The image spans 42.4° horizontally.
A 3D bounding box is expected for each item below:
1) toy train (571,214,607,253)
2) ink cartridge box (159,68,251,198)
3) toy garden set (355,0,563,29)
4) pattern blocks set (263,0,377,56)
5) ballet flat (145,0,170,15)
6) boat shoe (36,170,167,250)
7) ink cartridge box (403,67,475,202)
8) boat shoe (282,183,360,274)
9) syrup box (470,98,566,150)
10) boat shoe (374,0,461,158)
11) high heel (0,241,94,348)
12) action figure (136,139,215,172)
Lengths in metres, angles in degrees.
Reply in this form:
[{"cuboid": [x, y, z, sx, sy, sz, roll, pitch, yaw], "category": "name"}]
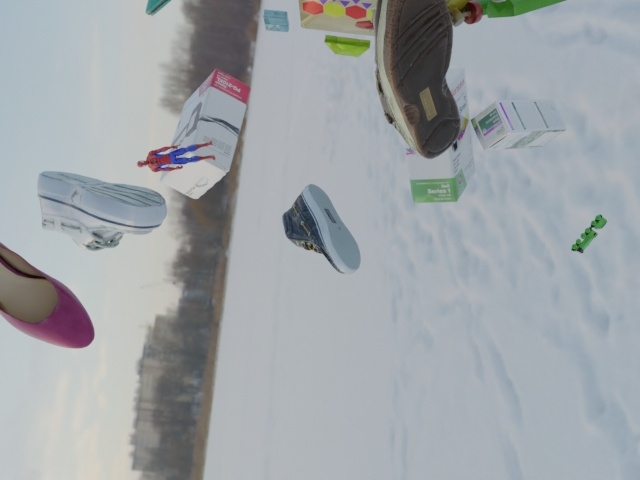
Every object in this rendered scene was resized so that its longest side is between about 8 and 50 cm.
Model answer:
[{"cuboid": [0.484, -0.010, 1.483, 0.083, 0.023, 0.017, -52, -17, 4], "category": "toy train"}, {"cuboid": [-0.259, -0.238, 1.862, 0.172, 0.100, 0.237, -31, 40, 51], "category": "ink cartridge box"}, {"cuboid": [0.156, -0.309, 1.063, 0.244, 0.203, 0.049, 15, 122, 50], "category": "toy garden set"}, {"cuboid": [0.052, -0.419, 1.481, 0.285, 0.324, 0.026, 108, 171, -70], "category": "pattern blocks set"}, {"cuboid": [-0.290, -0.579, 1.734, 0.087, 0.247, 0.083, 52, -177, -23], "category": "ballet flat"}, {"cuboid": [-0.239, -0.025, 0.903, 0.226, 0.083, 0.076, 18, 106, 49], "category": "boat shoe"}, {"cuboid": [0.284, -0.256, 1.987, 0.201, 0.117, 0.278, -48, -47, -54], "category": "ink cartridge box"}, {"cuboid": [0.000, 0.000, 1.341, 0.083, 0.065, 0.183, -47, 50, 28], "category": "boat shoe"}, {"cuboid": [0.496, -0.290, 2.060, 0.093, 0.236, 0.096, -38, 67, 47], "category": "syrup box"}, {"cuboid": [0.093, -0.203, 0.945, 0.095, 0.095, 0.257, 46, 163, 37], "category": "boat shoe"}, {"cuboid": [-0.593, 0.084, 1.562, 0.127, 0.377, 0.181, -57, 7, -12], "category": "high heel"}, {"cuboid": [-0.216, -0.124, 1.226, 0.030, 0.115, 0.038, -139, 38, -70], "category": "action figure"}]
